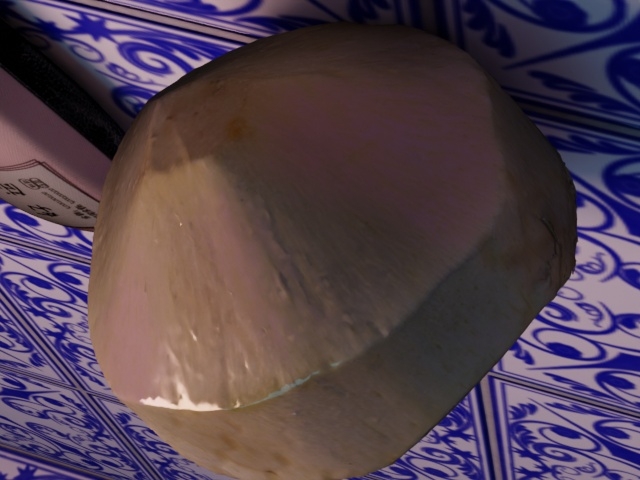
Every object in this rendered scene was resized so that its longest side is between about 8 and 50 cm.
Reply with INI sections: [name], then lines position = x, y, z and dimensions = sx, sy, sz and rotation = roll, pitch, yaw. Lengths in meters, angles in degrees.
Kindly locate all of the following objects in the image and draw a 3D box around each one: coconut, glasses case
[coconut]
position = 0.000, 0.000, 0.894
dimensions = 0.259, 0.259, 0.259
rotation = 18, 161, 6
[glasses case]
position = -0.216, -0.089, 1.094
dimensions = 0.122, 0.075, 0.314
rotation = 8, 158, 36
